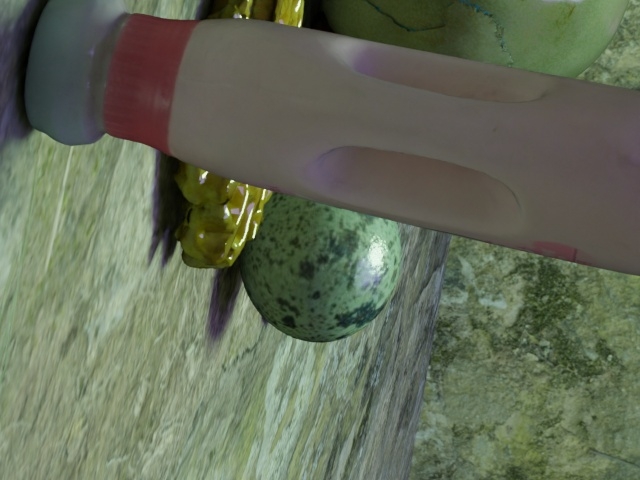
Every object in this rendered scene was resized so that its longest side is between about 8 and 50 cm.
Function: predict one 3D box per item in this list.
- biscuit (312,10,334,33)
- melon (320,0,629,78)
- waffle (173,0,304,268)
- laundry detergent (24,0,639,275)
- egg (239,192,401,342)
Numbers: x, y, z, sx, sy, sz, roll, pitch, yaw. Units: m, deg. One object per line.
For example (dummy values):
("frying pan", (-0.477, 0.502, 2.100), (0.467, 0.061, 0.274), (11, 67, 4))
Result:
("biscuit", (-0.008, -0.058, 1.776), (0.197, 0.049, 0.301), (-59, 161, -60))
("melon", (0.131, -0.244, 1.666), (0.330, 0.269, 0.268), (3, 99, -67))
("waffle", (-0.052, -0.113, 1.375), (0.291, 0.051, 0.291), (11, 90, -84))
("laundry detergent", (0.022, -0.056, 0.968), (0.159, 0.335, 0.087), (46, 56, -83))
("egg", (0.000, 0.000, 1.609), (0.132, 0.132, 0.172), (84, 7, -65))
